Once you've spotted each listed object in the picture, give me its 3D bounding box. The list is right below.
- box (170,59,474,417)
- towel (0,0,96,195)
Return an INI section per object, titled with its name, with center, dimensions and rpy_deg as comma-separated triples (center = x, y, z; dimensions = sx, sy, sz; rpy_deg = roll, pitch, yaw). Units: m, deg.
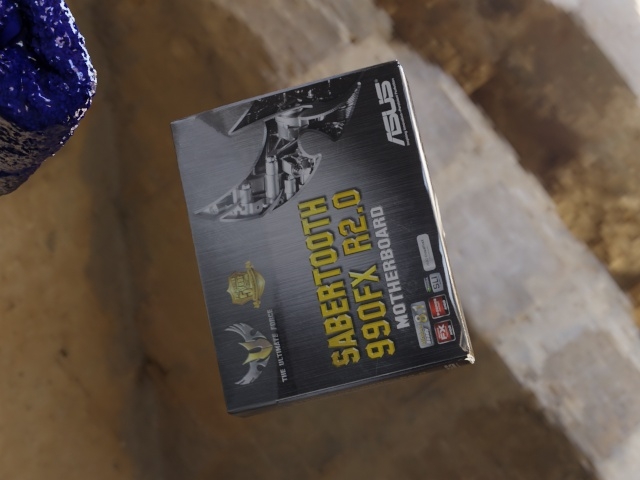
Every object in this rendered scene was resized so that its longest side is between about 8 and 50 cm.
[box]
center = 0.000, 0.000, 1.105
dimensions = 0.183, 0.231, 0.056
rpy_deg = -14, -13, 8
[towel]
center = -0.200, -0.137, 0.758
dimensions = 0.076, 0.227, 0.308
rpy_deg = -39, 8, -14
